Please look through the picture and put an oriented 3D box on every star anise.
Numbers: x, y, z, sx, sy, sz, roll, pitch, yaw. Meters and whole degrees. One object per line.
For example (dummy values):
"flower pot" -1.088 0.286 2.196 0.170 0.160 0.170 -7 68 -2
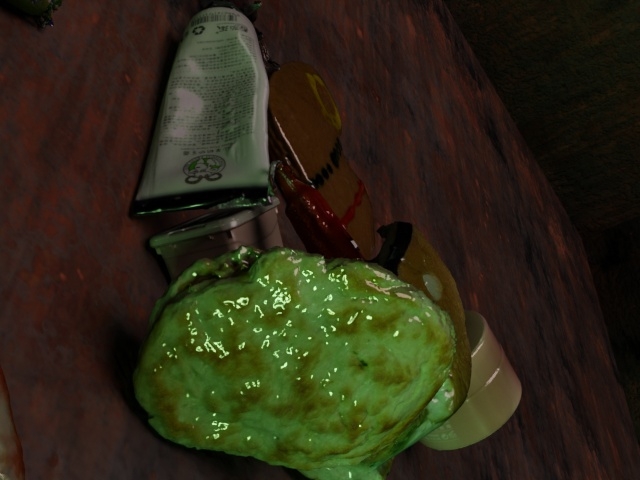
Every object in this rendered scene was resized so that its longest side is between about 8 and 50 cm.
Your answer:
"star anise" -0.095 -0.253 1.104 0.141 0.042 0.141 59 -12 20

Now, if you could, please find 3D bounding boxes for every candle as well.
"candle" 0.000 0.000 0.796 0.048 0.053 0.162 -27 77 -30

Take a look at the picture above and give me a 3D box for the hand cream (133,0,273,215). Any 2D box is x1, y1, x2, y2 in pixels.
"hand cream" -0.106 -0.138 0.921 0.336 0.121 0.076 -93 175 -49

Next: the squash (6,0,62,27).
"squash" -0.265 -0.230 0.724 0.183 0.052 0.052 41 32 -52

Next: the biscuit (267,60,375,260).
"biscuit" 0.010 -0.104 1.216 0.277 0.052 0.262 63 22 -8

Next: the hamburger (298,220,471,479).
"hamburger" 0.052 0.120 0.926 0.192 0.168 0.288 61 23 -14

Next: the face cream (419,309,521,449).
"face cream" 0.160 0.170 1.147 0.104 0.149 0.149 58 23 -20

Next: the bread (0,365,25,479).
"bread" -0.252 0.090 0.335 0.328 0.114 0.295 34 37 -52

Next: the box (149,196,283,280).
"box" -0.087 0.006 0.843 0.122 0.089 0.062 -36 111 -67

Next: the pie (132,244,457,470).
"pie" -0.013 0.086 0.726 0.248 0.201 0.090 17 27 -19
